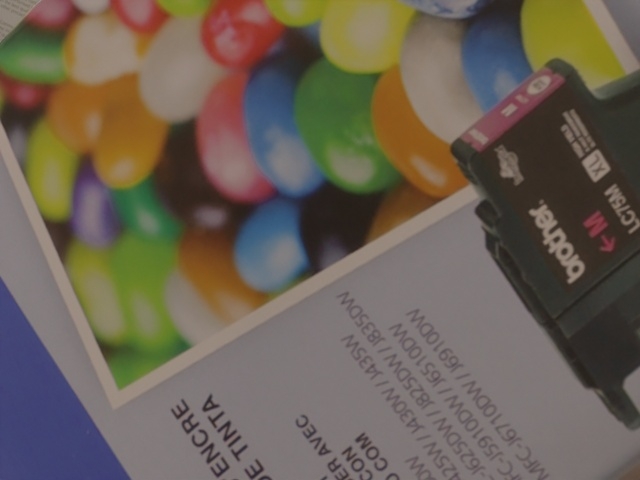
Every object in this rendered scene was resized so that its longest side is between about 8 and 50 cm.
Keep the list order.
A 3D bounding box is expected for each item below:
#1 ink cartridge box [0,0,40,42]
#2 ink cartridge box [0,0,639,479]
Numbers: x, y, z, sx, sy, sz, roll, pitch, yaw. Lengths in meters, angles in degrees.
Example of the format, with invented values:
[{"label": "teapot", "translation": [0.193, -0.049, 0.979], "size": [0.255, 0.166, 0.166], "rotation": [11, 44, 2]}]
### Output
[{"label": "ink cartridge box", "translation": [-0.235, -0.157, 0.956], "size": [0.066, 0.189, 0.232], "rotation": [-39, 153, -82]}, {"label": "ink cartridge box", "translation": [0.000, 0.000, 0.350], "size": [0.311, 0.065, 0.185], "rotation": [-42, -107, 17]}]
